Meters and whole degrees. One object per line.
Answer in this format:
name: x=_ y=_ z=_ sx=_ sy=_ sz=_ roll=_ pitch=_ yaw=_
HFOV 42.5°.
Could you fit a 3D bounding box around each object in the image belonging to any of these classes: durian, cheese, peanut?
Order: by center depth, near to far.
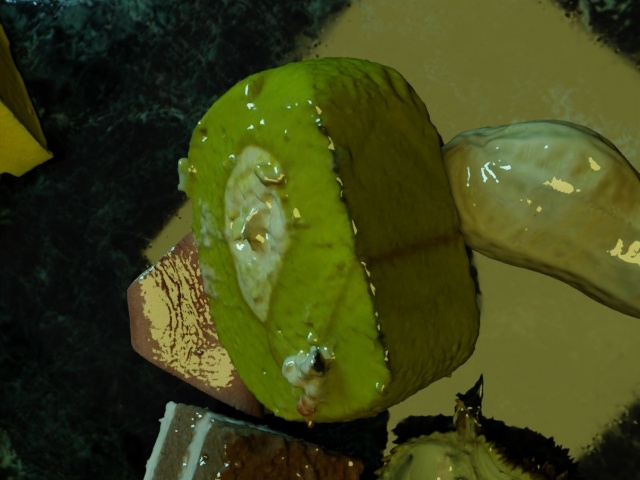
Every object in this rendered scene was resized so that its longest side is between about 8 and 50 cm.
peanut: x=0.214 y=-0.019 z=0.622 sx=0.275 sy=0.111 sz=0.125 roll=21 pitch=135 yaw=8
durian: x=0.125 y=0.247 z=0.642 sx=0.194 sy=0.137 sz=0.237 roll=2 pitch=47 yaw=-1
cheese: x=-0.325 y=-0.133 z=0.759 sx=0.093 sy=0.126 sz=0.171 roll=-25 pitch=106 yaw=12

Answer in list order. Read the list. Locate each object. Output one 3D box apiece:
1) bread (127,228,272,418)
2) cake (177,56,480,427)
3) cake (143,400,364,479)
bread: x=-0.103 y=0.058 z=0.713 sx=0.119 sy=0.067 sz=0.192 roll=-2 pitch=92 yaw=4
cake: x=0.000 y=0.000 z=0.621 sx=0.179 sy=0.156 sz=0.260 roll=-11 pitch=94 yaw=41
cake: x=-0.065 y=0.208 z=0.646 sx=0.135 sy=0.147 sz=0.134 roll=25 pitch=70 yaw=-31
